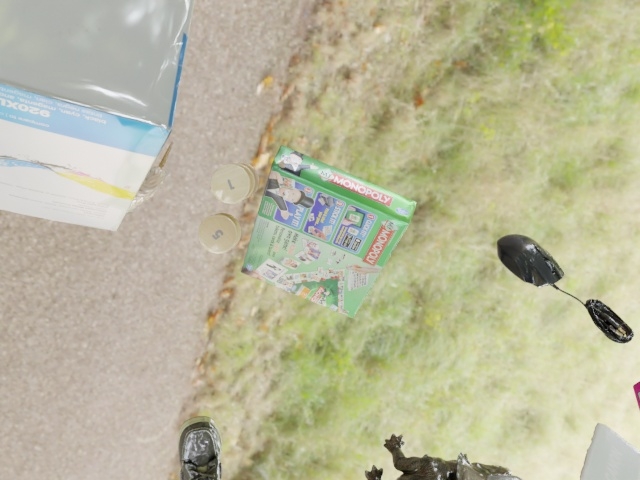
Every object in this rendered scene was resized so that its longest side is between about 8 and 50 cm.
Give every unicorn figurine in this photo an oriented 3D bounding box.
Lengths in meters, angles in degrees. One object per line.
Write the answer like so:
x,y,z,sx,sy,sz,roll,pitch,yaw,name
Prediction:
-0.250,-0.052,0.945,0.162,0.111,0.060,-32,105,-32,unicorn figurine

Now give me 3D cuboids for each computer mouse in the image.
0.360,0.063,1.180,0.071,0.242,0.041,-22,143,-46,computer mouse

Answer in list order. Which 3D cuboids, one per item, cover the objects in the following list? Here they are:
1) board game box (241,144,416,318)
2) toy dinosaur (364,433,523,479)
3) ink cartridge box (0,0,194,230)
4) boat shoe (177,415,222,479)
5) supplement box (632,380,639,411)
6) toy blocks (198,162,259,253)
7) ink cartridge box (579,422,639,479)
0.000,0.000,1.261,0.317,0.213,0.046,114,-2,-56,board game box
0.126,0.391,1.178,0.313,0.160,0.121,-38,111,-2,toy dinosaur
-0.224,-0.137,0.698,0.232,0.168,0.171,139,-41,-58,ink cartridge box
-0.206,0.404,1.401,0.073,0.080,0.224,-115,-155,-52,boat shoe
0.436,0.237,0.852,0.114,0.111,0.220,-47,-152,40,supplement box
-0.124,-0.048,1.124,0.148,0.054,0.123,-68,174,-83,toy blocks
0.232,0.314,0.385,0.091,0.385,0.308,-51,170,30,ink cartridge box
